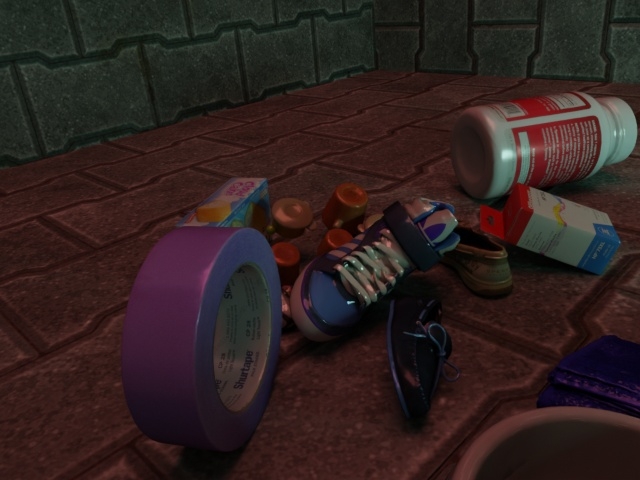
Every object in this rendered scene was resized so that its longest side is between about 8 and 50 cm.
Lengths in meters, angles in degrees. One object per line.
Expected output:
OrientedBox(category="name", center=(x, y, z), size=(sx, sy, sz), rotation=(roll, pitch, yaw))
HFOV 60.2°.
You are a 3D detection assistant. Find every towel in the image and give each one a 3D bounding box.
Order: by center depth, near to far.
OrientedBox(category="towel", center=(0.436, 0.190, 0.612), size=(0.228, 0.076, 0.308), rotation=(-14, 21, -41))

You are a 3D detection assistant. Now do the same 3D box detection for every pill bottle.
OrientedBox(category="pill bottle", center=(0.557, -0.246, 1.383), size=(0.408, 0.228, 0.229), rotation=(-11, 26, -12))

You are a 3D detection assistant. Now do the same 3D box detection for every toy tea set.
OrientedBox(category="toy tea set", center=(0.000, 0.000, 1.161), size=(0.336, 0.124, 0.200), rotation=(-16, 57, -28))

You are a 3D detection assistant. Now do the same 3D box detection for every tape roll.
OrientedBox(category="tape roll", center=(-0.134, 0.119, 0.702), size=(0.090, 0.274, 0.274), rotation=(2, 26, 14))

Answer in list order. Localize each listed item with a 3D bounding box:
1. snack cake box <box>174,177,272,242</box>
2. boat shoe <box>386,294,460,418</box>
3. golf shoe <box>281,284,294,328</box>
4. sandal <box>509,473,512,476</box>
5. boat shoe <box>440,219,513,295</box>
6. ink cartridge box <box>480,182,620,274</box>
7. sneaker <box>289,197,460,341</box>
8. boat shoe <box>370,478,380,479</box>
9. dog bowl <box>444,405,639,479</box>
OrientedBox(category="snack cake box", center=(-0.188, -0.016, 1.140), size=(0.089, 0.152, 0.264), rotation=(3, 27, 16))
OrientedBox(category="boat shoe", center=(0.144, 0.142, 0.789), size=(0.089, 0.108, 0.258), rotation=(-11, 26, 13))
OrientedBox(category="golf shoe", center=(-0.108, 0.099, 0.980), size=(0.086, 0.067, 0.186), rotation=(-25, 32, -33))
OrientedBox(category="sandal", center=(0.200, 0.268, 0.584), size=(0.180, 0.048, 0.072), rotation=(-14, 27, -17))
OrientedBox(category="boat shoe", center=(0.281, 0.004, 1.073), size=(0.105, 0.089, 0.285), rotation=(-12, 26, -14))
OrientedBox(category="ink cartridge box", center=(0.429, -0.034, 1.054), size=(0.231, 0.077, 0.134), rotation=(20, 30, 5))
OrientedBox(category="sneaker", center=(0.107, 0.023, 0.905), size=(0.236, 0.130, 0.323), rotation=(-39, -3, 37))
OrientedBox(category="boat shoe", center=(0.008, 0.299, 0.558), size=(0.153, 0.048, 0.056), rotation=(-21, 29, -29))
OrientedBox(category="dog bowl", center=(0.244, 0.277, 0.429), size=(0.349, 0.102, 0.348), rotation=(3, 31, -2))
